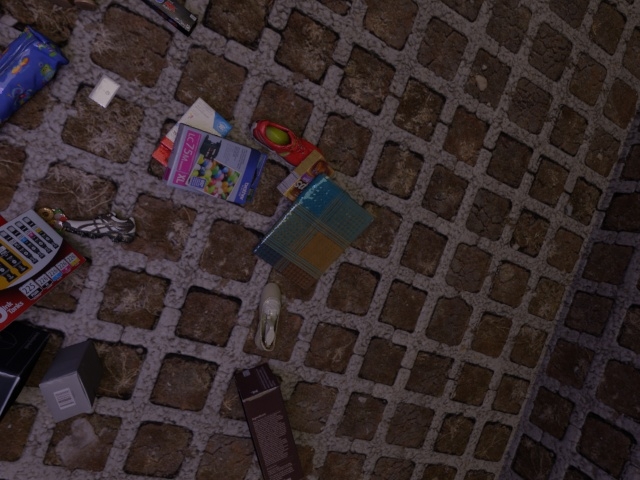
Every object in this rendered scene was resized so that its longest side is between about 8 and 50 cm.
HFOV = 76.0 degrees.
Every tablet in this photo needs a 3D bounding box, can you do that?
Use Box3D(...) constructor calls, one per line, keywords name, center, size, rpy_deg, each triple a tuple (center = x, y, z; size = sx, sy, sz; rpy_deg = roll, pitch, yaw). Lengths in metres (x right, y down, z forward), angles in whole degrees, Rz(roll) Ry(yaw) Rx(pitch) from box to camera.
Box3D(name="tablet", center=(-0.643, -0.445, 1.223), size=(0.054, 0.006, 0.083), rpy_deg=(33, 86, -22))

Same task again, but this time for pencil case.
Box3D(name="pencil case", center=(-0.824, -0.427, 1.092), size=(0.119, 0.133, 0.306), rpy_deg=(42, 82, -17))

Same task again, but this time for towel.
Box3D(name="towel", center=(-0.023, -0.025, 1.449), size=(0.271, 0.040, 0.370), rpy_deg=(39, 98, -24))

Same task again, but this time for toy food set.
Box3D(name="toy food set", center=(-0.797, -0.055, 1.217), size=(0.083, 0.020, 0.083), rpy_deg=(14, 92, -22))

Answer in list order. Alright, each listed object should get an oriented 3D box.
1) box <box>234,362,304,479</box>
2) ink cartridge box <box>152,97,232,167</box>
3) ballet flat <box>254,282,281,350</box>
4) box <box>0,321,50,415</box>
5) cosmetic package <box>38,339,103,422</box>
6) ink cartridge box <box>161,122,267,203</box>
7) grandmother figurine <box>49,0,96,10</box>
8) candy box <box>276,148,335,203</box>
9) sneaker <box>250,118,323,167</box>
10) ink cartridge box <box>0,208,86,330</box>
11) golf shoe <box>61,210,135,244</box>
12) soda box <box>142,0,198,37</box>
Box3D(name="box", center=(-0.186, 0.661, 1.462), size=(0.143, 0.191, 0.381), rpy_deg=(-18, 105, -17))
Box3D(name="ink cartridge box", center=(-0.405, -0.314, 1.292), size=(0.134, 0.078, 0.231), rpy_deg=(40, 84, -21))
Box3D(name="ballet flat", center=(-0.179, 0.278, 1.464), size=(0.086, 0.086, 0.248), rpy_deg=(6, 96, -21))
Box3D(name="box", center=(-0.985, 0.316, 1.057), size=(0.396, 0.293, 0.212), rpy_deg=(27, 89, -21))
Box3D(name="cosmetic package", center=(-0.720, 0.401, 1.200), size=(0.107, 0.238, 0.127), rpy_deg=(-17, 106, -15))
Box3D(name="ink cartridge box", center=(-0.313, -0.227, 1.289), size=(0.311, 0.065, 0.185), rpy_deg=(12, 104, -42))
Box3D(name="grandmother figurine", center=(-0.668, -0.823, 1.110), size=(0.208, 0.104, 0.342), rpy_deg=(-4, 102, -29))
Box3D(name="candy box", center=(-0.048, -0.209, 1.413), size=(0.187, 0.053, 0.109), rpy_deg=(-44, 144, 4))
Box3D(name="sneaker", center=(-0.103, -0.316, 1.378), size=(0.279, 0.118, 0.107), rpy_deg=(21, 91, -29))
Box3D(name="ink cartridge box", center=(-0.845, 0.065, 1.062), size=(0.130, 0.309, 0.272), rpy_deg=(-28, 112, 28))
Box3D(name="golf shoe", center=(-0.667, -0.049, 1.247), size=(0.198, 0.077, 0.093), rpy_deg=(12, 79, -26))
Box3D(name="soda box", center=(-0.454, -0.694, 1.227), size=(0.169, 0.060, 0.053), rpy_deg=(35, 87, -22))
